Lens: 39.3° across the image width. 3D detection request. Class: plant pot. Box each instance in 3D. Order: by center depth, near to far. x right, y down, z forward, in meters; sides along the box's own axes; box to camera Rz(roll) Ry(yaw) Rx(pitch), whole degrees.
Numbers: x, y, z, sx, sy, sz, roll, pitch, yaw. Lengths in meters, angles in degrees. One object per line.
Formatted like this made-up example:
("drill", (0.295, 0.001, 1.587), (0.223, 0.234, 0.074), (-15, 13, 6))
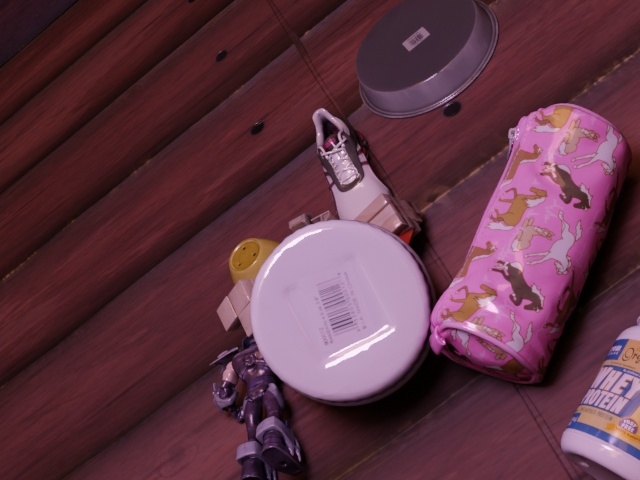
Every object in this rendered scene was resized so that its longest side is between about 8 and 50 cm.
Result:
("plant pot", (-0.104, 0.050, 1.557), (0.134, 0.095, 0.134), (-22, 47, 25))

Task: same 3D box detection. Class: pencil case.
("pencil case", (0.288, 0.005, 1.228), (0.167, 0.160, 0.386), (9, 65, 42))

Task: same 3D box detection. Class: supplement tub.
("supplement tub", (0.380, 0.188, 1.017), (0.144, 0.144, 0.200), (21, 72, 46))

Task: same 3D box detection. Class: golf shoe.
("golf shoe", (0.042, -0.116, 1.555), (0.105, 0.120, 0.273), (-33, 44, 12))

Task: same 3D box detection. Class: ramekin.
("ramekin", (0.030, 0.100, 1.271), (0.277, 0.135, 0.277), (0, 84, 5))

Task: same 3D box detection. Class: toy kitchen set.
("toy kitchen set", (0.000, 0.000, 1.520), (0.068, 0.083, 0.075), (-28, 44, 19))

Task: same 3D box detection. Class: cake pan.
("cake pan", (0.188, -0.361, 1.679), (0.293, 0.054, 0.293), (-21, 47, 25))

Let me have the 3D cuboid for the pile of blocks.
("pile of blocks", (0.018, 0.070, 1.418), (0.362, 0.149, 0.113), (-31, 62, 4))

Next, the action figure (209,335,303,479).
("action figure", (-0.090, 0.247, 1.395), (0.185, 0.099, 0.285), (-34, 38, 23))
